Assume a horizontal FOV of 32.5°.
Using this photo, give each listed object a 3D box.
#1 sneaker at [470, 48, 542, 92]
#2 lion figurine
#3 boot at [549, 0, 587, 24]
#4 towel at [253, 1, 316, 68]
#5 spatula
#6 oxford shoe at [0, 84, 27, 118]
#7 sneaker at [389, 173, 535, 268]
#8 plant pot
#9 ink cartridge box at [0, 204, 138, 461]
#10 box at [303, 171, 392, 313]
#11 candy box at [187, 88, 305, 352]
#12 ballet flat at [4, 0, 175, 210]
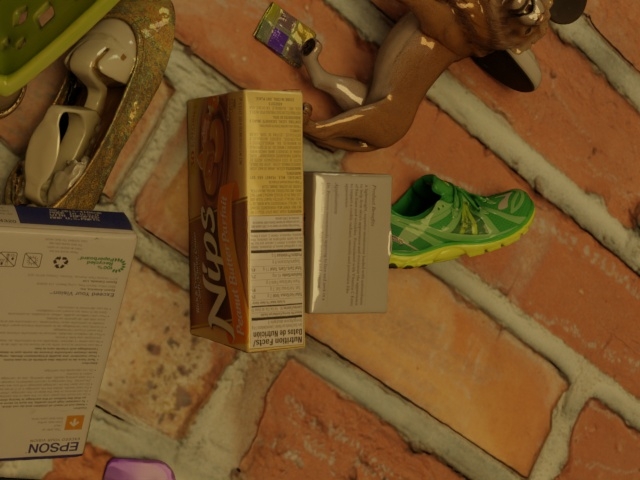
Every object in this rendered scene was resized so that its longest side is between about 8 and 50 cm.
[{"bbox_3d":[0.250,-0.349,1.615,0.290,0.106,0.123,46,74,-22],"label":"sneaker"},{"bbox_3d":[0.122,-0.241,1.503,0.240,0.142,0.392,30,113,-38],"label":"lion figurine"},{"bbox_3d":[0.292,-0.453,1.613,0.112,0.115,0.305,-31,98,-23],"label":"boot"},{"bbox_3d":[-0.047,-0.281,1.507,0.083,0.009,0.060,33,78,-27],"label":"towel"},{"bbox_3d":[-0.324,0.311,1.372,0.296,0.030,0.084,8,88,-29],"label":"spatula"},{"bbox_3d":[-0.493,-0.242,1.180,0.397,0.146,0.141,25,78,-29],"label":"oxford shoe"},{"bbox_3d":[0.194,-0.039,1.599,0.295,0.109,0.124,-14,103,-28],"label":"sneaker"},{"bbox_3d":[-0.346,-0.329,1.146,0.228,0.207,0.227,-38,134,13],"label":"plant pot"},{"bbox_3d":[-0.404,0.110,1.267,0.324,0.071,0.330,4,120,-30],"label":"ink cartridge box"},{"bbox_3d":[0.000,0.000,1.451,0.119,0.182,0.181,1,92,-27],"label":"box"},{"bbox_3d":[-0.097,-0.027,1.394,0.087,0.183,0.317,-3,94,-28],"label":"candy box"},{"bbox_3d":[-0.277,-0.162,1.314,0.123,0.123,0.349,27,83,-28],"label":"ballet flat"}]
